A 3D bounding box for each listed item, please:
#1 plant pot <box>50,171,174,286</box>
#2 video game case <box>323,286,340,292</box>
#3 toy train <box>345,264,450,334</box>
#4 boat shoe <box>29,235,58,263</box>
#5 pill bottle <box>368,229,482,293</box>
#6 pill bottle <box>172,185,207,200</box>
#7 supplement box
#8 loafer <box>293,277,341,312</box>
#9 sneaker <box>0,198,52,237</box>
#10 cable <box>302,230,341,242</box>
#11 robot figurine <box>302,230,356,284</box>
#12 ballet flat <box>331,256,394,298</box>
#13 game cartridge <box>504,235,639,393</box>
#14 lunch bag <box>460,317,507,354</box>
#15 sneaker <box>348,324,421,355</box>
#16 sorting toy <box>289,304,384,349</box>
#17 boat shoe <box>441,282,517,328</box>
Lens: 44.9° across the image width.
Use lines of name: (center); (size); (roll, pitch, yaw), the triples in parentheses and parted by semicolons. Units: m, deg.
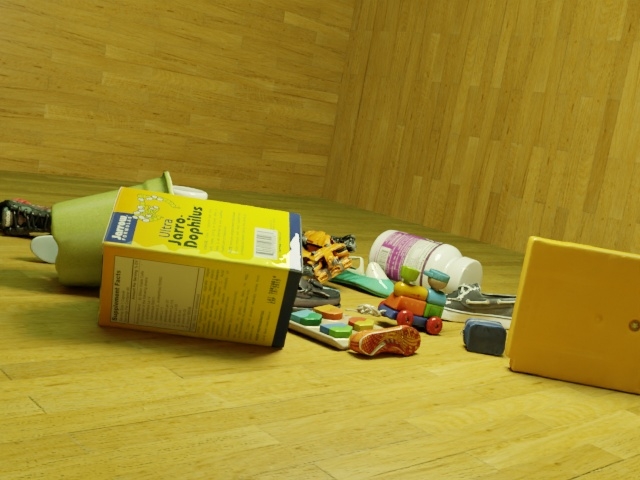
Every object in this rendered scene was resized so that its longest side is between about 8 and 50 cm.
plant pot: (-0.444, -0.002, 1.680); (0.254, 0.276, 0.276); (-7, 13, -15)
video game case: (-0.042, 0.117, 1.973); (0.119, 0.015, 0.166); (12, 0, 33)
toy train: (0.185, 0.120, 1.783); (0.248, 0.143, 0.105); (16, 4, -29)
boat shoe: (-0.621, 0.023, 1.889); (0.183, 0.065, 0.083); (12, 4, -32)
pill bottle: (0.296, 0.080, 2.181); (0.302, 0.169, 0.169); (17, 11, 40)
pill bottle: (-0.367, -0.032, 2.026); (0.118, 0.208, 0.117); (10, 8, -1)
supplement box: (-0.226, 0.051, 1.479); (0.357, 0.194, 0.195); (9, 35, -9)
loafer: (-0.073, 0.113, 1.783); (0.303, 0.095, 0.109); (4, 8, -34)
sneaker: (-0.776, -0.053, 2.080); (0.276, 0.097, 0.135); (11, 8, 21)
cable: (0.000, 0.000, 2.829); (0.185, 0.047, 0.150); (8, 3, 3)
robot figurine: (-0.016, 0.045, 2.141); (0.211, 0.085, 0.291); (-29, 20, -18)
ballet flat: (0.117, 0.094, 2.159); (0.247, 0.087, 0.083); (16, 8, 31)
game cartridge: (0.562, 0.156, 1.591); (0.324, 0.285, 0.052); (11, 9, 3)
lunch bag: (0.361, 0.212, 1.725); (0.098, 0.067, 0.065); (9, 8, 1)
sneaker: (0.133, 0.200, 1.573); (0.175, 0.064, 0.067); (7, -1, -36)
sorting toy: (0.031, 0.179, 1.661); (0.193, 0.038, 0.208); (16, 10, 39)
boat shoe: (0.384, 0.157, 1.997); (0.301, 0.102, 0.108); (10, 8, -2)
